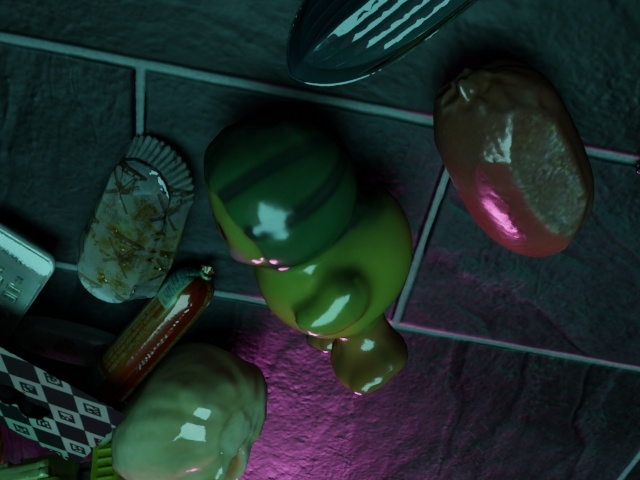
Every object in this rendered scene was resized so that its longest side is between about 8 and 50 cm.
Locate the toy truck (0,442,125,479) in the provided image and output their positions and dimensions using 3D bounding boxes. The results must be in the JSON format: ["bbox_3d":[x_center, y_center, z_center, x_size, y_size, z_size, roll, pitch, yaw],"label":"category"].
[{"bbox_3d":[-0.421,0.414,1.139,0.272,0.124,0.157,-7,142,-4],"label":"toy truck"}]

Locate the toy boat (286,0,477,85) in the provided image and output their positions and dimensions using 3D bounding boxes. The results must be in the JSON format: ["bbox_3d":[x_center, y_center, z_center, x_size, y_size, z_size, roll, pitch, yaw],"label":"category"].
[{"bbox_3d":[0.086,-0.246,0.619,0.296,0.122,0.114,-36,95,17],"label":"toy boat"}]

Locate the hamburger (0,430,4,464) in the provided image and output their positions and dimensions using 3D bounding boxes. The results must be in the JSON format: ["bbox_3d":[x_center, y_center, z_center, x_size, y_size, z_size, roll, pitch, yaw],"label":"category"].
[{"bbox_3d":[-0.690,0.366,1.153,0.283,0.144,0.259,14,125,-12],"label":"hamburger"}]

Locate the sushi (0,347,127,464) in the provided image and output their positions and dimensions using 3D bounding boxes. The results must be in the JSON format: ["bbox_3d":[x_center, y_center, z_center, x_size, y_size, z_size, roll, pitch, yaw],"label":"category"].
[{"bbox_3d":[-0.436,0.209,0.993,0.290,0.050,0.264,34,136,-10],"label":"sushi"}]

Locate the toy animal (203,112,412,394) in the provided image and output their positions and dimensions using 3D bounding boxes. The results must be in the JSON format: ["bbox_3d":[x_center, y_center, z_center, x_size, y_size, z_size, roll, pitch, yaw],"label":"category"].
[{"bbox_3d":[0.002,-0.003,0.783,0.191,0.216,0.338,-34,118,-4],"label":"toy animal"}]

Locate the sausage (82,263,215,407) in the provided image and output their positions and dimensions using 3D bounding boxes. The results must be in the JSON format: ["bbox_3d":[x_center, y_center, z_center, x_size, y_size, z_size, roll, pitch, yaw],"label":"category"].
[{"bbox_3d":[-0.231,0.125,0.951,0.083,0.083,0.264,36,111,-21],"label":"sausage"}]

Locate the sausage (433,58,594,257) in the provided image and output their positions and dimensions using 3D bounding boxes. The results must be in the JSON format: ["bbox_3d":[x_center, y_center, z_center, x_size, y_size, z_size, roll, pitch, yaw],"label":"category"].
[{"bbox_3d":[0.211,-0.086,0.726,0.148,0.148,0.254,-28,122,24],"label":"sausage"}]

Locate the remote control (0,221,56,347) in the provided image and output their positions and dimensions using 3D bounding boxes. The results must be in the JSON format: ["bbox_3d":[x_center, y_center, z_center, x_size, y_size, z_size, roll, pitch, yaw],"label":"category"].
[{"bbox_3d":[-0.479,0.082,0.976,0.109,0.055,0.313,35,127,-16],"label":"remote control"}]

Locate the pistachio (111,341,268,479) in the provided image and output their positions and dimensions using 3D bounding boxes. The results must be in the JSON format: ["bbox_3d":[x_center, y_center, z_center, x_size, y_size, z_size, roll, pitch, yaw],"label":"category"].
[{"bbox_3d":[-0.209,0.277,1.024,0.318,0.214,0.193,-32,162,34],"label":"pistachio"}]

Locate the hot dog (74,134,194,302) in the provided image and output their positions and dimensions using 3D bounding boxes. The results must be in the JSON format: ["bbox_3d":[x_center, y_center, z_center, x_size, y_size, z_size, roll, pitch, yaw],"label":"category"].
[{"bbox_3d":[-0.238,-0.018,0.864,0.131,0.069,0.252,29,122,-3],"label":"hot dog"}]

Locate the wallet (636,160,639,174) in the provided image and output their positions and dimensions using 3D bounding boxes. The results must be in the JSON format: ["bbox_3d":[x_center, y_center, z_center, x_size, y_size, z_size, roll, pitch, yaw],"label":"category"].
[{"bbox_3d":[0.458,-0.094,0.765,0.166,0.030,0.111,20,132,-8],"label":"wallet"}]

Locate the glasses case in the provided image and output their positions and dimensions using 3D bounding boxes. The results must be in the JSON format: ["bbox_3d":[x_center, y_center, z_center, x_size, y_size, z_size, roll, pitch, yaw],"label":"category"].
[{"bbox_3d":[-0.378,0.155,1.024,0.164,0.041,0.063,16,125,-11],"label":"glasses case"}]

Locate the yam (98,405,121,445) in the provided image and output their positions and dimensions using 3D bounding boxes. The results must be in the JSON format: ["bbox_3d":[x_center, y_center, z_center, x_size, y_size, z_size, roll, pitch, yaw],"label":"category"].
[{"bbox_3d":[-0.504,0.264,1.100,0.357,0.081,0.081,16,127,-7],"label":"yam"}]
